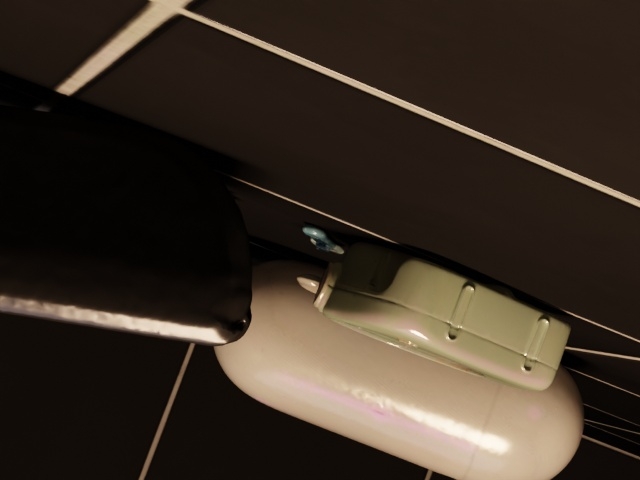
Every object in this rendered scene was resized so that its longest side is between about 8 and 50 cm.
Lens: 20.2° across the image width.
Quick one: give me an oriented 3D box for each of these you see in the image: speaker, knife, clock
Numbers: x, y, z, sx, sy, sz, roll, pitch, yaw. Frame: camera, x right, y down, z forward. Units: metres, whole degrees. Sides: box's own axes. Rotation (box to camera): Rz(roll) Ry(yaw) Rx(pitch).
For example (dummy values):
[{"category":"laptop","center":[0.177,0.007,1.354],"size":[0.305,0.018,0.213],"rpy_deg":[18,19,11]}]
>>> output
[{"category":"speaker","center":[-0.224,-0.050,1.122],"size":[0.388,0.184,0.180],"rpy_deg":[10,177,-4]},{"category":"knife","center":[0.000,0.000,1.344],"size":[0.027,0.010,0.096],"rpy_deg":[19,175,10]},{"category":"clock","center":[0.072,0.050,1.287],"size":[0.151,0.062,0.191],"rpy_deg":[23,175,-31]}]

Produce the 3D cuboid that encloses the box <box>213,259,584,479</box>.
[{"category":"box","center":[0.070,0.127,1.678],"size":[0.349,0.141,0.289],"rpy_deg":[20,174,4]}]

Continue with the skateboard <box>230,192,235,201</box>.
[{"category":"skateboard","center":[-0.126,-0.031,1.282],"size":[0.151,0.067,0.080],"rpy_deg":[20,-174,-42]}]
